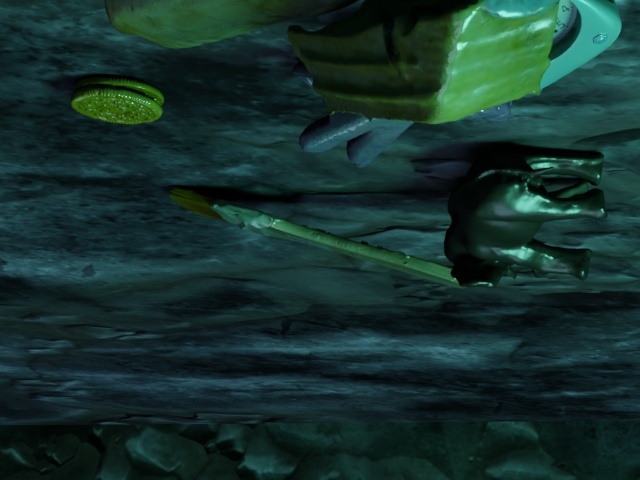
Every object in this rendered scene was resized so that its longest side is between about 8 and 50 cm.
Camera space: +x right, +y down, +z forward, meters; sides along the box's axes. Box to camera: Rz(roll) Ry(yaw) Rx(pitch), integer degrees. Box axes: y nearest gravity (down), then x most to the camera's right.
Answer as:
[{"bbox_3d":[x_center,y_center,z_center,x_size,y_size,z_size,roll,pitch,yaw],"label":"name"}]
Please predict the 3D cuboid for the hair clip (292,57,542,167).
[{"bbox_3d":[0.089,-0.121,1.614,0.137,0.090,0.278,12,165,-42],"label":"hair clip"}]

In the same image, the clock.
[{"bbox_3d":[0.140,-0.169,1.442,0.108,0.045,0.147,-32,137,27],"label":"clock"}]

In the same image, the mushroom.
[{"bbox_3d":[-0.038,-0.192,1.406,0.100,0.081,0.312,19,165,-36],"label":"mushroom"}]

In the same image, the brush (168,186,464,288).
[{"bbox_3d":[0.000,0.000,2.090,0.336,0.020,0.085,16,171,22],"label":"brush"}]

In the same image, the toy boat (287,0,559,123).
[{"bbox_3d":[0.071,-0.126,1.346,0.111,0.084,0.276,-19,-170,-23],"label":"toy boat"}]

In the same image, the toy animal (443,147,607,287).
[{"bbox_3d":[0.197,-0.025,1.964,0.146,0.114,0.245,-2,144,-1],"label":"toy animal"}]

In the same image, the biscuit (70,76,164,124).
[{"bbox_3d":[-0.184,-0.127,1.811,0.084,0.023,0.084,6,166,1],"label":"biscuit"}]
